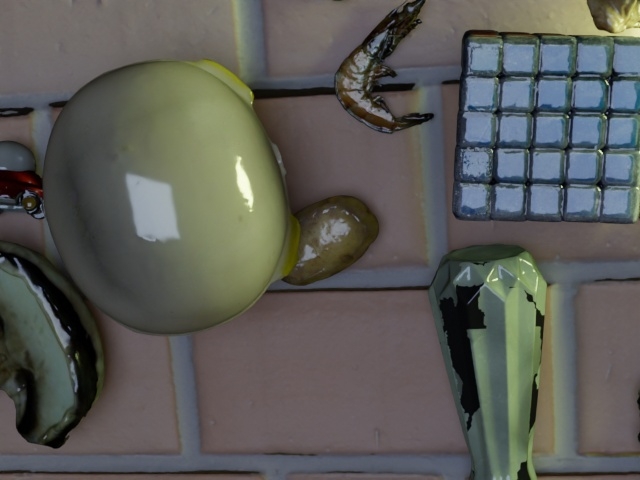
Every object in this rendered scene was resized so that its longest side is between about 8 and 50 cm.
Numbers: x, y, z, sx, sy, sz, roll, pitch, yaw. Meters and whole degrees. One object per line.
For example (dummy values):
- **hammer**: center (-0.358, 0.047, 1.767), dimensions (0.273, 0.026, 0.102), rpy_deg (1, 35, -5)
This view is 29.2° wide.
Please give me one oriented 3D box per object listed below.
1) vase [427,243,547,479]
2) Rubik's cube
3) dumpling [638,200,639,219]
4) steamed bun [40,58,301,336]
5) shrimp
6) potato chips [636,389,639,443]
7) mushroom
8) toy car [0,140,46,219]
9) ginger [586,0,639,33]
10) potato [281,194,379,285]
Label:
- **vase**: center (0.241, 0.192, 1.713), dimensions (0.165, 0.165, 0.360), rpy_deg (-4, 101, 10)
- **Rubik's cube**: center (0.295, -0.152, 1.603), dimensions (0.237, 0.238, 0.237), rpy_deg (4, 100, 8)
- **dumpling**: center (0.614, -0.052, 1.609), dimensions (0.341, 0.181, 0.260), rpy_deg (18, 79, 36)
- **steamed bun**: center (-0.208, -0.058, 1.670), dimensions (0.334, 0.334, 0.374), rpy_deg (-18, 94, 12)
- **shrimp**: center (0.117, -0.237, 1.723), dimensions (0.148, 0.035, 0.195), rpy_deg (44, 110, 4)
- **potato chips**: center (0.633, 0.297, 1.703), dimensions (0.429, 0.070, 0.358), rpy_deg (28, 99, 4)
- **mushroom**: center (-0.452, 0.137, 1.842), dimensions (0.344, 0.130, 0.247), rpy_deg (49, 119, 1)
- **toy car**: center (-0.461, -0.092, 1.822), dimensions (0.139, 0.112, 0.112), rpy_deg (4, 83, 0)
- **ginger**: center (0.385, -0.387, 1.590), dimensions (0.221, 0.130, 0.275), rpy_deg (1, 70, 19)
- **potato**: center (0.000, 0.000, 1.758), dimensions (0.170, 0.080, 0.107), rpy_deg (-33, 99, 16)
